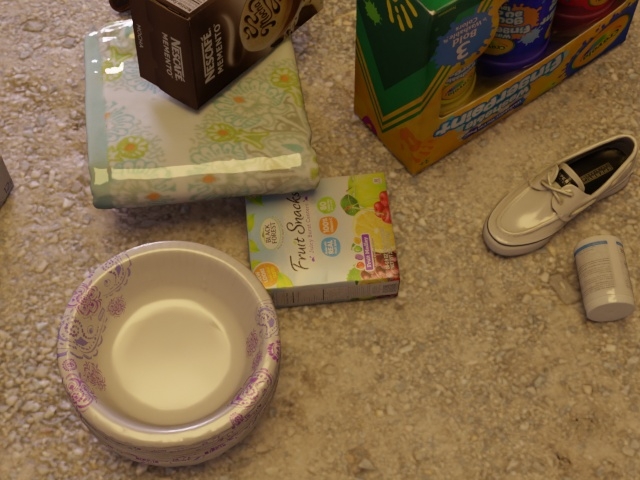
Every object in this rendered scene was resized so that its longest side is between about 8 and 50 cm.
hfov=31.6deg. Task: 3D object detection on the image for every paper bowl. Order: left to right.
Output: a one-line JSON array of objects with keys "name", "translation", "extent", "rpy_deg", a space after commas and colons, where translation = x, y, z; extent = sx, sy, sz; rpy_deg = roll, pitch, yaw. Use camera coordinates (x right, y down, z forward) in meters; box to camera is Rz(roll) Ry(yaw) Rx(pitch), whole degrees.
[{"name": "paper bowl", "translation": [-0.192, 0.155, 1.485], "extent": [0.284, 0.148, 0.284], "rpy_deg": [0, 62, 0]}]

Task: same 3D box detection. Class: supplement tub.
[{"name": "supplement tub", "translation": [0.398, 0.052, 1.587], "extent": [0.071, 0.071, 0.107], "rpy_deg": [-2, 62, -2]}]

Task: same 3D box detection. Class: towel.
[{"name": "towel", "translation": [-0.184, -0.205, 1.670], "extent": [0.320, 0.090, 0.375], "rpy_deg": [-8, 50, -4]}]

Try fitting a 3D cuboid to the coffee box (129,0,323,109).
[{"name": "coffee box", "translation": [-0.128, -0.348, 1.630], "extent": [0.119, 0.168, 0.297], "rpy_deg": [31, 57, 23]}]

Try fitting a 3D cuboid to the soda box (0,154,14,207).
[{"name": "soda box", "translation": [-0.548, -0.002, 1.595], "extent": [0.098, 0.091, 0.286], "rpy_deg": [20, 64, 9]}]

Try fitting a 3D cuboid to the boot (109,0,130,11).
[{"name": "boot", "translation": [-0.243, -0.443, 1.848], "extent": [0.219, 0.106, 0.082], "rpy_deg": [-42, 72, 11]}]

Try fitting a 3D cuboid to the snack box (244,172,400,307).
[{"name": "snack box", "translation": [0.000, 0.000, 1.611], "extent": [0.207, 0.070, 0.175], "rpy_deg": [-7, 61, -2]}]

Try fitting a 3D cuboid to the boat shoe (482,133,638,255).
[{"name": "boat shoe", "translation": [0.353, -0.072, 1.641], "extent": [0.267, 0.088, 0.096], "rpy_deg": [-26, 66, -14]}]

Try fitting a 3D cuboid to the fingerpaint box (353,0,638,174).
[{"name": "fingerpaint box", "translation": [0.272, -0.348, 1.626], "extent": [0.444, 0.371, 0.163], "rpy_deg": [-32, 65, -17]}]
